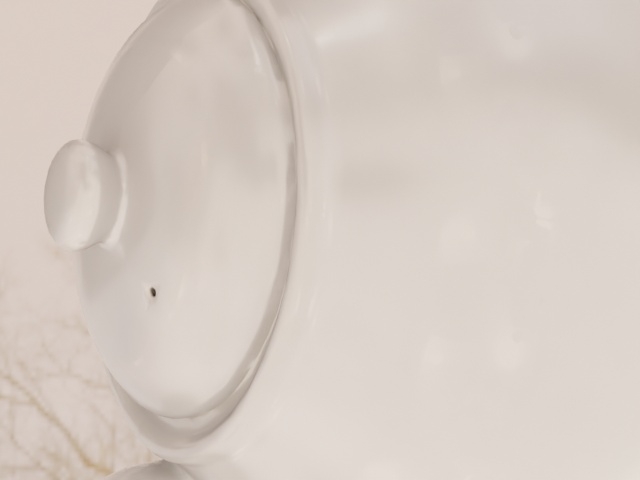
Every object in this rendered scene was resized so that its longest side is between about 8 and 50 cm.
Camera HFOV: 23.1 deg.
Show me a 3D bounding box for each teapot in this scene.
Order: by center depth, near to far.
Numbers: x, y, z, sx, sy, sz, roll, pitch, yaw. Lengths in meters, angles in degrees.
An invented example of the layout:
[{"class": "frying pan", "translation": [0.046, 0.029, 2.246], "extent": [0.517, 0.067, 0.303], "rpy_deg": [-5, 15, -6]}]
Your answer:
[{"class": "teapot", "translation": [0.000, 0.000, 0.514], "extent": [0.187, 0.256, 0.252], "rpy_deg": [3, -30, -30]}]
